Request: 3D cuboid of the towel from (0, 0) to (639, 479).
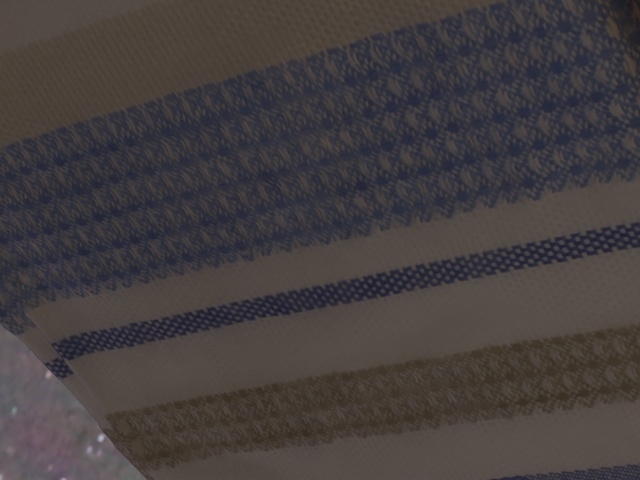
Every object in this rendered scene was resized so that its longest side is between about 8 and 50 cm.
[{"bbox_3d":[0.000,0.000,0.394,0.285,0.209,0.034,56,-144,-31],"label":"towel"}]
